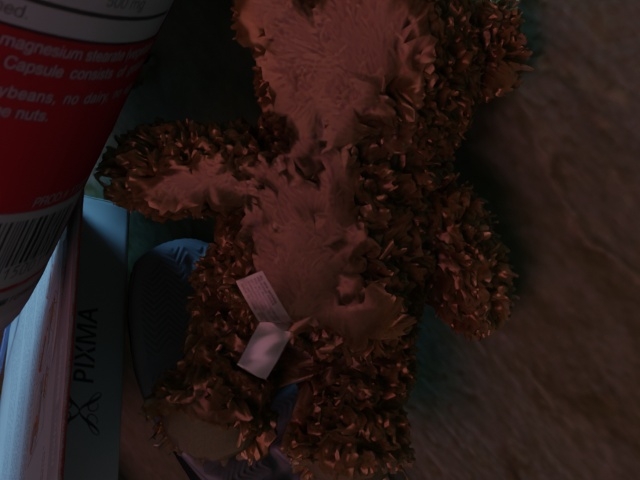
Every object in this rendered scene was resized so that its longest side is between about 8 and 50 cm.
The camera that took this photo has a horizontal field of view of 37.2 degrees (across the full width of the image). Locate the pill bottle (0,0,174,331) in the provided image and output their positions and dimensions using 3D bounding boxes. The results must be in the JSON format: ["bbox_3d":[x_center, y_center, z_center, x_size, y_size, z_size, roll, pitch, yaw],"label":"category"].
[{"bbox_3d":[-0.175,-0.158,0.447,0.229,0.229,0.408,37,113,13],"label":"pill bottle"}]

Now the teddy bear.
[{"bbox_3d":[0.000,0.000,0.553,0.245,0.113,0.338,-1,110,11],"label":"teddy bear"}]

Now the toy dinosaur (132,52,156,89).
[{"bbox_3d":[-0.208,-0.124,0.678,0.183,0.053,0.093,5,153,30],"label":"toy dinosaur"}]

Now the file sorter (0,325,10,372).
[{"bbox_3d":[-0.326,0.041,0.739,0.104,0.170,0.118,37,114,62],"label":"file sorter"}]

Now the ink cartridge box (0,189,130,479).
[{"bbox_3d":[-0.163,0.086,0.630,0.066,0.296,0.261,12,140,-23],"label":"ink cartridge box"}]

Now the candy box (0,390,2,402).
[{"bbox_3d":[-0.261,0.155,0.849,0.027,0.105,0.206,29,136,-24],"label":"candy box"}]

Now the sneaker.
[{"bbox_3d":[-0.075,0.167,0.710,0.180,0.124,0.321,-36,76,56],"label":"sneaker"}]
